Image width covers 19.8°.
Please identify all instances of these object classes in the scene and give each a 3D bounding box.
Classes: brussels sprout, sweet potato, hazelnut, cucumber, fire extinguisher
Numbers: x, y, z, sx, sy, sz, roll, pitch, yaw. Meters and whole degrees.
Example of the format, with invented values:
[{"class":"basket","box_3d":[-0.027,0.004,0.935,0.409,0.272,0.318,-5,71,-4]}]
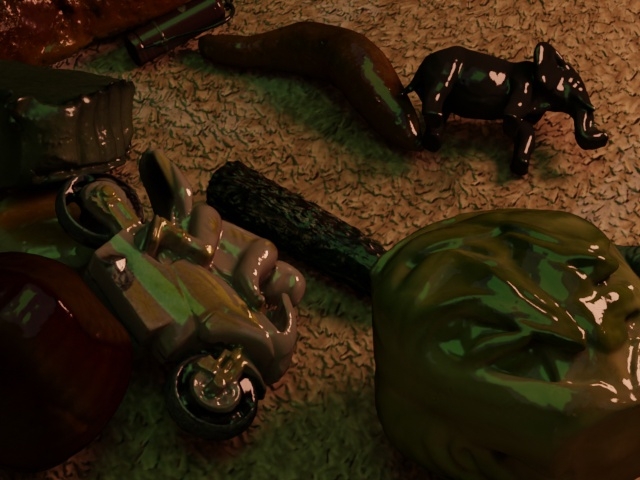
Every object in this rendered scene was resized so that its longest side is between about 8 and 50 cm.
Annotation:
[{"class":"brussels sprout","box_3d":[0.188,0.104,1.780,0.328,0.247,0.328,-6,53,8]},{"class":"sweet potato","box_3d":[0.005,-0.214,2.236,0.346,0.079,0.108,25,60,27]},{"class":"hazelnut","box_3d":[-0.308,0.118,1.803,0.229,0.229,0.229,1,43,-1]},{"class":"cucumber","box_3d":[0.000,0.000,2.019,0.293,0.067,0.067,30,50,26]},{"class":"fire extinguisher","box_3d":[-0.165,-0.269,2.291,0.157,0.045,0.078,-30,39,-15]}]

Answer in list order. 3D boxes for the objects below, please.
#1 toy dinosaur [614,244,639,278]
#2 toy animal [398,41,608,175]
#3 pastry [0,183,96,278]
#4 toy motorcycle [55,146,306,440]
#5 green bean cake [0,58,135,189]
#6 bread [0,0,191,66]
[{"class":"toy dinosaur","box_3d":[0.344,0.046,1.958,0.292,0.079,0.120,-4,21,-2]},{"class":"toy animal","box_3d":[0.220,-0.165,2.150,0.245,0.114,0.146,19,47,-5]},{"class":"pastry","box_3d":[-0.291,0.001,1.996,0.166,0.088,0.166,3,42,-3]},{"class":"toy motorcycle","box_3d":[-0.126,0.045,1.907,0.223,0.108,0.340,-20,64,-34]},{"class":"green bean cake","box_3d":[-0.335,-0.131,2.049,0.227,0.125,0.222,4,12,20]},{"class":"bread","box_3d":[-0.326,-0.320,2.261,0.380,0.185,0.109,-26,26,-25]}]
